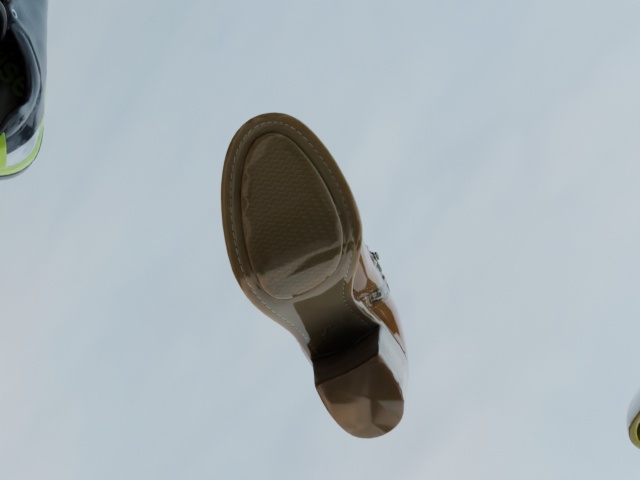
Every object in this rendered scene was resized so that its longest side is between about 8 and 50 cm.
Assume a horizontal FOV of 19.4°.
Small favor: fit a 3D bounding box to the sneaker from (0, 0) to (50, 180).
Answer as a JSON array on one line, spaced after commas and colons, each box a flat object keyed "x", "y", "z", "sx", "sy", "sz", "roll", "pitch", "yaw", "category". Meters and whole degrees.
[{"x": -0.213, "y": -0.153, "z": 1.225, "sx": 0.097, "sy": 0.084, "sz": 0.234, "roll": 119, "pitch": -38, "yaw": -70, "category": "sneaker"}]

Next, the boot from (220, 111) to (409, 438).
[{"x": 0.000, "y": 0.000, "z": 1.511, "sx": 0.109, "sy": 0.283, "sz": 0.220, "roll": -26, "pitch": -160, "yaw": 8, "category": "boot"}]

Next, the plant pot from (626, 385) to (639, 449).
[{"x": 0.392, "y": 0.129, "z": 1.639, "sx": 0.212, "sy": 0.212, "sz": 0.187, "roll": -55, "pitch": -175, "yaw": 2, "category": "plant pot"}]
